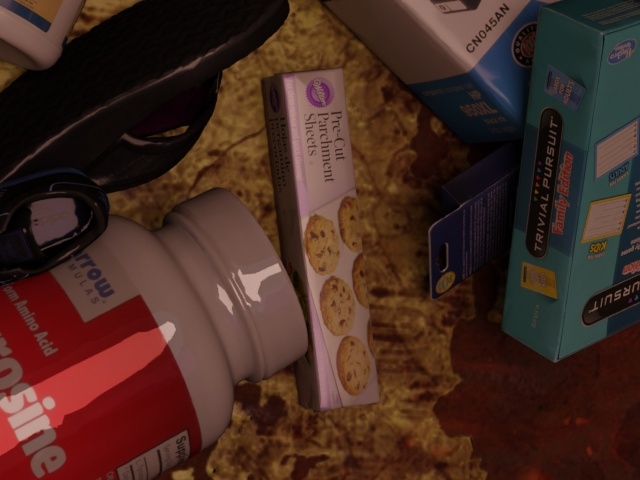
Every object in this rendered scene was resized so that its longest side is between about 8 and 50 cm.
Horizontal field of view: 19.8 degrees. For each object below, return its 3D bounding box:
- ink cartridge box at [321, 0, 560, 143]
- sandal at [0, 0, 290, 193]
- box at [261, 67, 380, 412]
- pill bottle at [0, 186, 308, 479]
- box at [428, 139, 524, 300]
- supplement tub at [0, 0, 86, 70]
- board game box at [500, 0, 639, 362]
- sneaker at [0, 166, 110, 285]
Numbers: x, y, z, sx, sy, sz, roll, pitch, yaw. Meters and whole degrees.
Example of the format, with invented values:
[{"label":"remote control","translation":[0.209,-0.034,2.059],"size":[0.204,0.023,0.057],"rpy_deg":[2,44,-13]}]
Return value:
[{"label":"ink cartridge box","translation":[0.122,-0.327,1.730],"size":[0.395,0.166,0.285],"rpy_deg":[43,78,-15]},{"label":"sandal","translation":[-0.214,-0.092,1.637],"size":[0.445,0.167,0.107],"rpy_deg":[-35,127,-9]},{"label":"box","translation":[0.000,0.000,1.744],"size":[0.067,0.063,0.324],"rpy_deg":[-7,93,-21]},{"label":"pill bottle","translation":[-0.225,0.120,1.577],"size":[0.407,0.229,0.229],"rpy_deg":[-29,100,-18]},{"label":"box","translation":[0.185,-0.043,1.779],"size":[0.225,0.136,0.036],"rpy_deg":[-34,60,-18]},{"label":"supplement tub","translation":[-0.259,-0.266,1.605],"size":[0.144,0.144,0.200],"rpy_deg":[27,81,-18]},{"label":"board game box","translation":[0.298,-0.081,1.731],"size":[0.253,0.079,0.336],"rpy_deg":[-20,127,-37]},{"label":"sneaker","translation":[-0.283,0.003,1.488],"size":[0.232,0.090,0.081],"rpy_deg":[-24,110,-13]}]
